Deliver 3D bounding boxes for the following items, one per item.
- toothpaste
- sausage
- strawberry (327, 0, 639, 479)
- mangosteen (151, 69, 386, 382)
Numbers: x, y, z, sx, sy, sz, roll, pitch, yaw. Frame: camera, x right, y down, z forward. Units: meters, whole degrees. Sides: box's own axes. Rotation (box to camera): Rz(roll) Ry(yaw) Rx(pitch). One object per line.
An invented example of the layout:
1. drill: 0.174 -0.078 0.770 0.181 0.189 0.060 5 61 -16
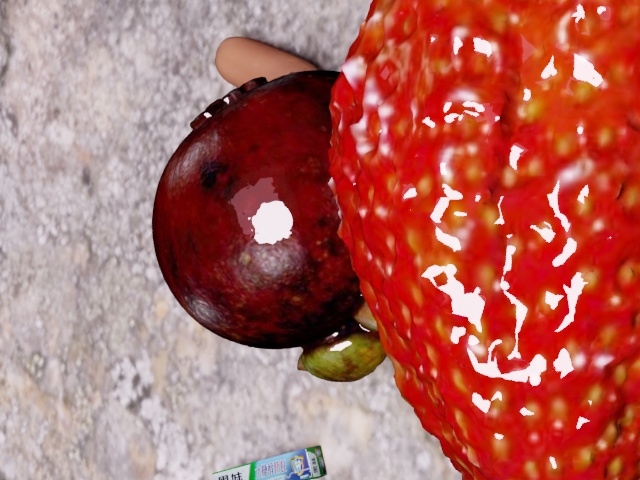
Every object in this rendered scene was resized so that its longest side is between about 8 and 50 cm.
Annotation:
1. toothpaste: -0.033 0.149 0.941 0.083 0.017 0.020 -21 76 36
2. sausage: -0.032 -0.106 0.939 0.083 0.034 0.034 26 104 36
3. strawberry: 0.121 -0.007 0.658 0.250 0.238 0.288 4 71 27
4. mangosteen: 0.000 0.000 0.835 0.200 0.200 0.200 -2 87 39
